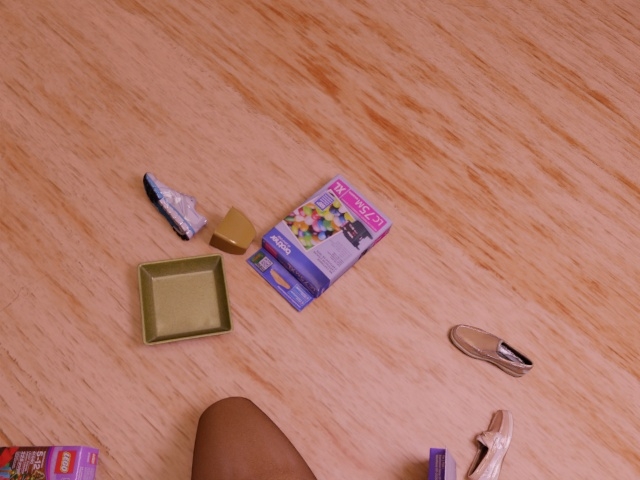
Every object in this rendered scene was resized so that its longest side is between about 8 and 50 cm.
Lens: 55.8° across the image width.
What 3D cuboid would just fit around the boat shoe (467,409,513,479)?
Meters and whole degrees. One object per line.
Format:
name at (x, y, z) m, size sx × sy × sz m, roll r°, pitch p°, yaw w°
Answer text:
boat shoe at (0.352, 0.426, 1.257) m, size 0.059 × 0.063 × 0.170 m, roll 26°, pitch 65°, yaw -2°

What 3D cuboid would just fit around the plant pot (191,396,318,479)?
plant pot at (-0.139, 0.416, 1.101) m, size 0.237 × 0.237 × 0.254 m, roll -17°, pitch 39°, yaw -15°

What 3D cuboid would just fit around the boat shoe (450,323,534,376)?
boat shoe at (0.385, 0.235, 1.346) m, size 0.190 × 0.072 × 0.068 m, roll 24°, pitch 64°, yaw 4°

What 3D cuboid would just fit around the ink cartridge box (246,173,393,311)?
ink cartridge box at (0.000, 0.000, 1.414) m, size 0.186 × 0.065 × 0.311 m, roll 43°, pitch 69°, yaw 13°

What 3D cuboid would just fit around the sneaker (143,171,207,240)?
sneaker at (-0.338, -0.090, 1.412) m, size 0.083 × 0.071 × 0.190 m, roll -37°, pitch 83°, yaw -28°

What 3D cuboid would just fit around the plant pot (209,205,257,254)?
plant pot at (-0.194, -0.014, 1.385) m, size 0.083 × 0.081 × 0.081 m, roll 32°, pitch 64°, yaw -6°

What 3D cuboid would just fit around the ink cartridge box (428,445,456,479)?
ink cartridge box at (0.224, 0.500, 1.127) m, size 0.045 × 0.208 × 0.206 m, roll -1°, pitch 63°, yaw 17°

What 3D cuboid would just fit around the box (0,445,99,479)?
box at (-0.514, 0.515, 1.062) m, size 0.201 × 0.057 × 0.293 m, roll -6°, pitch 64°, yaw 15°

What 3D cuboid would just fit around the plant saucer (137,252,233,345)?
plant saucer at (-0.295, 0.131, 1.319) m, size 0.188 × 0.045 × 0.188 m, roll -7°, pitch 66°, yaw -11°
